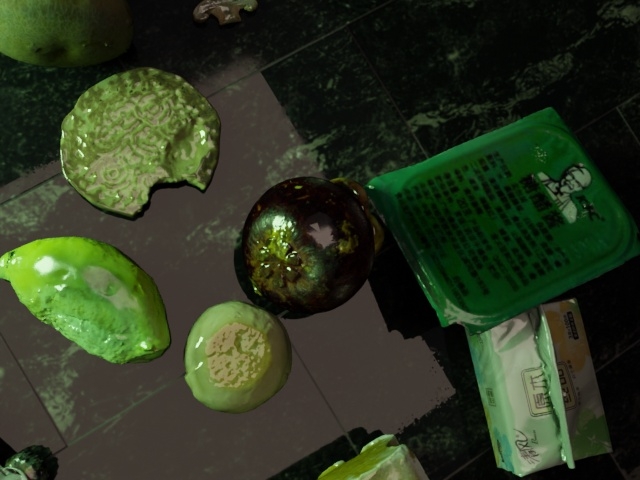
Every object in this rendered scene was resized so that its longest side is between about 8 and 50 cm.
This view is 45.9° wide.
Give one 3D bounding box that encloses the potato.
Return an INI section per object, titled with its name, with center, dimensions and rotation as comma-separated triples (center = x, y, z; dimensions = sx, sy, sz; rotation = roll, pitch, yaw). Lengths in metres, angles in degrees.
[potato]
center = -0.367, -0.314, 1.018
dimensions = 0.235, 0.178, 0.160
rotation = 15, 100, -34

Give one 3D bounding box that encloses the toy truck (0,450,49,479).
[toy truck]
center = -0.464, 0.277, 0.939
dimensions = 0.286, 0.136, 0.111
rotation = 46, 107, 4

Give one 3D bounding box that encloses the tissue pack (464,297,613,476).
[tissue pack]
center = 0.321, 0.204, 1.082
dimensions = 0.159, 0.145, 0.229
rotation = -10, 84, -12

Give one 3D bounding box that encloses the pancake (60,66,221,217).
[pancake]
center = -0.258, -0.145, 1.089
dimensions = 0.235, 0.029, 0.212
rotation = -17, 84, -13

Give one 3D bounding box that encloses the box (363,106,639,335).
[box]
center = 0.262, -0.018, 1.109
dimensions = 0.336, 0.106, 0.264
rotation = -22, 72, -16

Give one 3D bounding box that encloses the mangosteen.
[mangosteen]
center = 0.000, 0.000, 1.052
dimensions = 0.217, 0.192, 0.192
rotation = -24, 85, -51

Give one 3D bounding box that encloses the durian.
[durian]
center = -0.306, 0.071, 1.010
dimensions = 0.250, 0.101, 0.139
rotation = 38, 78, -3

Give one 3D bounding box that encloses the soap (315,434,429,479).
[soap]
center = 0.061, 0.473, 0.994
dimensions = 0.293, 0.156, 0.335
rotation = -26, 86, -9

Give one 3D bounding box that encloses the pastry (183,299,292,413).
[pastry]
center = -0.113, 0.159, 1.040
dimensions = 0.156, 0.092, 0.156
rotation = 1, 87, -16

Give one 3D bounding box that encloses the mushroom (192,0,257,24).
[mushroom]
center = -0.145, -0.352, 1.145
dimensions = 0.101, 0.019, 0.049
rotation = -18, 86, -12
